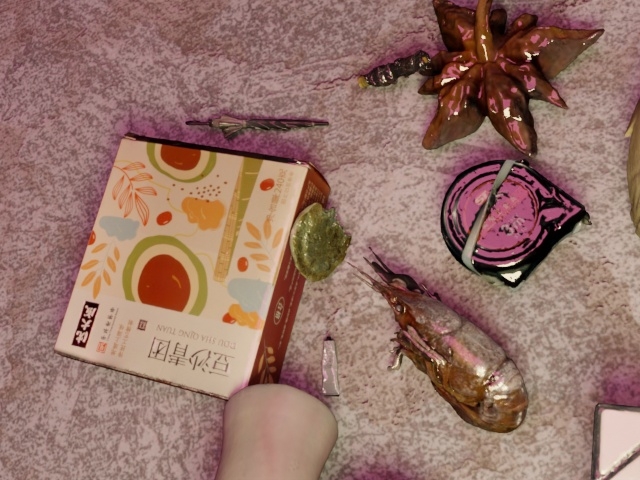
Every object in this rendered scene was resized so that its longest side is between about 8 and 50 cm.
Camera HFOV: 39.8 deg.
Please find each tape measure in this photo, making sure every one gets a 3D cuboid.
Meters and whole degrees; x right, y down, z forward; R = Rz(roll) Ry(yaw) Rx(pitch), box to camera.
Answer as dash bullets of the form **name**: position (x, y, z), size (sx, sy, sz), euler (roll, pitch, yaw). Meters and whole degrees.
- **tape measure**: position (0.269, -0.029, 1.302), size (0.182, 0.107, 0.181), euler (-43, 68, 2)

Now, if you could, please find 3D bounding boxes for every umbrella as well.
- **umbrella**: position (-0.116, -0.197, 1.522), size (0.268, 0.044, 0.044), euler (3, 105, 21)
- **umbrella**: position (0.120, -0.275, 1.442), size (0.143, 0.040, 0.037), euler (-10, 24, 46)

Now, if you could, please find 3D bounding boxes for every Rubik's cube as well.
- **Rubik's cube**: position (0.438, 0.318, 1.083), size (0.207, 0.205, 0.205), euler (1, 74, 21)

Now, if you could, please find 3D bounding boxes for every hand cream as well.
- **hand cream**: position (0.015, 0.195, 1.371), size (0.030, 0.019, 0.093), euler (-4, 79, 16)

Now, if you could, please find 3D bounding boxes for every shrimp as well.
- **shrimp**: position (0.162, 0.141, 1.277), size (0.116, 0.145, 0.343), euler (-36, 68, -22)

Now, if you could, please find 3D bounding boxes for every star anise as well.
- **star anise**: position (0.268, -0.286, 1.382), size (0.292, 0.109, 0.350), euler (31, 84, 19)

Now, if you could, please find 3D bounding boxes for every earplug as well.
- **earplug**: position (-0.081, 0.360, 1.180), size (0.172, 0.172, 0.301), euler (-8, 36, 17)

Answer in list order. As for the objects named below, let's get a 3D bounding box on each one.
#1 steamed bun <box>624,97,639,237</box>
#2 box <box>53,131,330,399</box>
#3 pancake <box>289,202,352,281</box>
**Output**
- **steamed bun**: position (0.554, -0.084, 1.166), size (0.290, 0.273, 0.273), euler (0, 89, 23)
- **box**: position (-0.204, 0.043, 1.432), size (0.344, 0.122, 0.386), euler (11, 78, 21)
- **pancake**: position (-0.002, 0.005, 1.371), size (0.022, 0.129, 0.116), euler (16, 59, 43)
